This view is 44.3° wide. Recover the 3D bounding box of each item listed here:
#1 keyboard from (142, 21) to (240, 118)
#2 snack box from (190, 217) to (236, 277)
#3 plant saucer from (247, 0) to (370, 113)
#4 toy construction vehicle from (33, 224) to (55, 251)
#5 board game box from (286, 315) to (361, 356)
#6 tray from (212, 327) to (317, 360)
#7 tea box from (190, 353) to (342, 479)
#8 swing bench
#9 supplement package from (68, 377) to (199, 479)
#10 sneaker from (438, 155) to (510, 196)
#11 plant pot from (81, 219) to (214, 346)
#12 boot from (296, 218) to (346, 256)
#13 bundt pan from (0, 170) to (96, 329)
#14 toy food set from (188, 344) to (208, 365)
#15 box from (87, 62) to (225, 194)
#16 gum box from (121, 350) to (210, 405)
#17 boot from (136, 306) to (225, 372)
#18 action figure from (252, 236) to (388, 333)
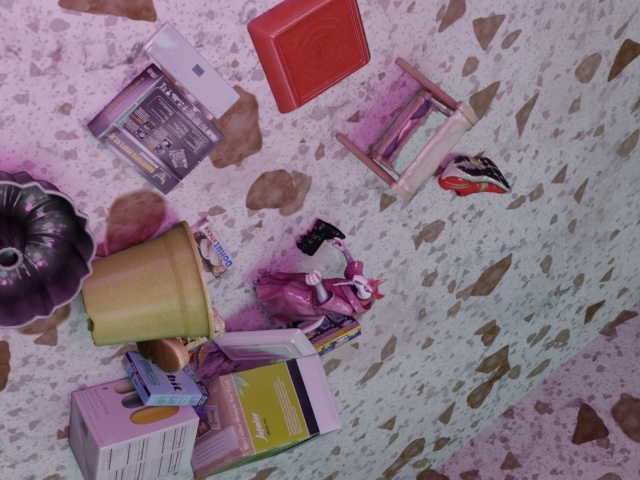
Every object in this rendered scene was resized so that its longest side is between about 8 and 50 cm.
[{"bbox_3d":[-0.256,-0.340,1.601,0.072,0.014,0.256,-49,142,-1],"label":"keyboard"},{"bbox_3d":[-0.266,0.020,1.913,0.064,0.022,0.178,-37,141,-9],"label":"snack box"},{"bbox_3d":[-0.006,-0.421,1.710,0.258,0.048,0.259,-34,142,-10],"label":"plant saucer"},{"bbox_3d":[-0.551,-0.009,1.641,0.098,0.035,0.086,-45,132,3],"label":"toy construction vehicle"},{"bbox_3d":[0.009,0.251,2.269,0.170,0.141,0.048,-25,138,-20],"label":"board game box"},{"bbox_3d":[-0.157,0.286,2.114,0.270,0.030,0.145,-6,144,19],"label":"tray"},{"bbox_3d":[-0.177,0.486,2.168,0.323,0.220,0.329,-7,159,-35],"label":"tea box"},{"bbox_3d":[0.221,-0.251,1.893,0.253,0.254,0.165,-50,141,9],"label":"swing bench"},{"bbox_3d":[-0.483,0.489,2.020,0.263,0.199,0.198,-10,131,-34],"label":"supplement package"},{"bbox_3d":[0.445,-0.176,2.303,0.279,0.107,0.118,9,138,-41],"label":"sneaker"},{"bbox_3d":[-0.392,0.116,1.736,0.254,0.276,0.276,-14,134,-15],"label":"plant pot"},{"bbox_3d":[0.000,0.000,2.107,0.121,0.045,0.099,26,107,-46],"label":"boot"},{"bbox_3d":[-0.607,0.004,1.507,0.331,0.124,0.331,-16,128,-21],"label":"bundt pan"},{"bbox_3d":[-0.328,0.272,2.082,0.078,0.019,0.122,12,100,-40],"label":"toy food set"},{"bbox_3d":[-0.329,-0.221,1.610,0.183,0.056,0.231,-43,141,2],"label":"box"},{"bbox_3d":[-0.394,0.353,2.005,0.184,0.157,0.041,11,118,-46],"label":"gum box"},{"bbox_3d":[-0.317,0.233,1.905,0.203,0.262,0.095,-20,99,-28],"label":"boot"},{"bbox_3d":[0.012,0.156,2.004,0.248,0.370,0.275,-35,116,-49],"label":"action figure"}]
